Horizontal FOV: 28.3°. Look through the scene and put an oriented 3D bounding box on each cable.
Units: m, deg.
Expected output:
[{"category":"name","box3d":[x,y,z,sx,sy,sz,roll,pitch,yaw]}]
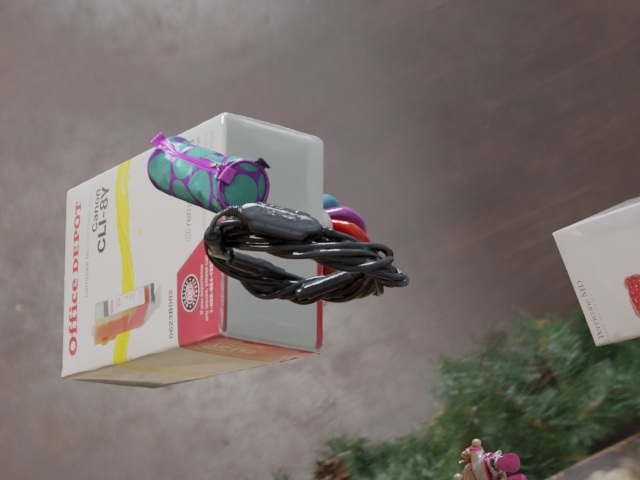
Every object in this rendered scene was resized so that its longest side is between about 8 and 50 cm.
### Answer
[{"category":"cable","box3d":[-0.015,0.024,1.117,0.184,0.150,0.047,12,64,-2]}]

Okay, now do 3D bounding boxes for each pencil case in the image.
[{"category":"pencil case","box3d":[-0.114,-0.065,1.278,0.064,0.152,0.070,-46,125,-18]}]

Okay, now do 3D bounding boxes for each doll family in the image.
[{"category":"doll family","box3d":[0.223,0.409,1.726,0.118,0.163,0.263,-18,83,-23]}]

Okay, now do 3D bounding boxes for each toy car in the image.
[{"category":"toy car","box3d":[0.000,0.000,1.724,0.136,0.159,0.182,-6,34,-10]}]

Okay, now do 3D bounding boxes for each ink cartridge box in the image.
[{"category":"ink cartridge box","box3d":[-0.175,0.030,1.646,0.160,0.385,0.279,11,70,-38]}]

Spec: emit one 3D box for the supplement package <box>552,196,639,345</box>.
[{"category":"supplement package","box3d":[0.489,0.013,1.686,0.175,0.293,0.177,-20,88,-35]}]
